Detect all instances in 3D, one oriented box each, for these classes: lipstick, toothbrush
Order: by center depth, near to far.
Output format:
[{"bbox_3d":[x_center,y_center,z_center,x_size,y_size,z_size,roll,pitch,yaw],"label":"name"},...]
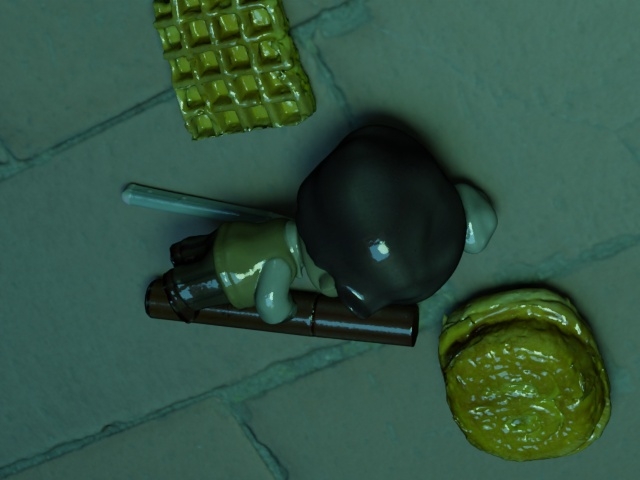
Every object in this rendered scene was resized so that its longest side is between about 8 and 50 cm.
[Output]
[{"bbox_3d":[-0.086,-0.027,1.826,0.342,0.025,0.030,13,124,7],"label":"toothbrush"},{"bbox_3d":[-0.052,0.092,1.866,0.356,0.057,0.057,6,120,12],"label":"lipstick"}]

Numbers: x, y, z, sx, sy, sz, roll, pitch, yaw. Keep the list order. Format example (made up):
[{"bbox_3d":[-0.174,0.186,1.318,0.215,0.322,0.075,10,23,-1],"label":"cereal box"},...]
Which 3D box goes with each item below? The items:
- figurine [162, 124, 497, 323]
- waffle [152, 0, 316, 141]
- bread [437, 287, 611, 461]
[{"bbox_3d":[0.005,0.019,1.702,0.365,0.218,0.206,-30,105,24],"label":"figurine"},{"bbox_3d":[-0.106,-0.229,1.697,0.160,0.055,0.211,-7,116,20],"label":"waffle"},{"bbox_3d":[0.254,0.173,1.790,0.198,0.120,0.236,-14,115,20],"label":"bread"}]
